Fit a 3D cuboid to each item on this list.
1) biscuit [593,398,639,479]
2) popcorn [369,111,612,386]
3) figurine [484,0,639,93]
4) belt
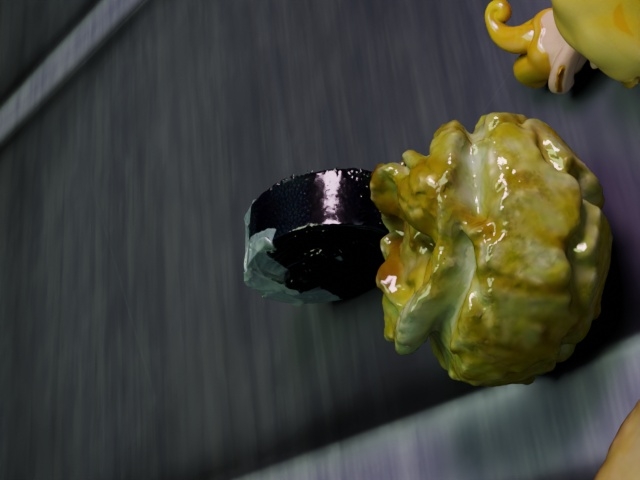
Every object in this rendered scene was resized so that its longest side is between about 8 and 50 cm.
[{"bbox_3d":[0.235,0.362,0.702,0.446,0.104,0.429,-63,30,2],"label":"biscuit"},{"bbox_3d":[0.140,0.008,0.976,0.204,0.183,0.221,-174,87,-70],"label":"popcorn"},{"bbox_3d":[0.231,-0.192,0.995,0.246,0.131,0.156,148,129,-64],"label":"figurine"},{"bbox_3d":[0.000,0.000,1.211,0.198,0.151,0.078,-35,48,47],"label":"belt"}]
